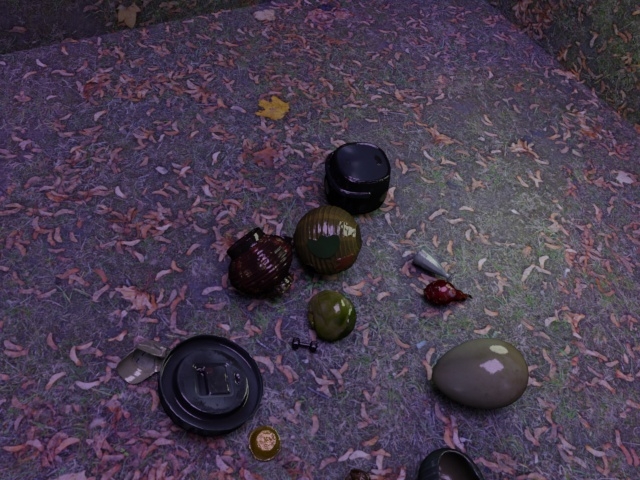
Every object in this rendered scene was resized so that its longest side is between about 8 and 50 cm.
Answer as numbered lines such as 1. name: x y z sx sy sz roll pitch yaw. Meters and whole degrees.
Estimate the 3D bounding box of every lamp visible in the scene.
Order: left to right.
1. lamp: -0.197 0.083 1.842 0.247 0.246 0.246 5 54 -7
2. lamp: 0.000 0.000 1.926 0.285 0.250 0.250 -3 52 14

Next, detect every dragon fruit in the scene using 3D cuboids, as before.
1. dragon fruit: 0.463 0.186 1.964 0.191 0.094 0.094 5 54 -14

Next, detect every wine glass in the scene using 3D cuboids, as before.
1. wine glass: 0.419 0.097 2.034 0.155 0.073 0.073 39 57 13

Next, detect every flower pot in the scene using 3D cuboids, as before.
1. flower pot: 0.369 0.705 1.531 0.190 0.157 0.242 -4 56 -11

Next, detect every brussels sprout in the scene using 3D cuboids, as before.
1. brussels sprout: 0.044 0.240 1.823 0.131 0.145 0.183 10 54 -37

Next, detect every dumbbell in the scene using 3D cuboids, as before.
1. dumbbell: -0.051 0.340 1.791 0.084 0.040 0.035 11 85 -2

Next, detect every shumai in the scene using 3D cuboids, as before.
1. shumai: 0.090 0.698 1.508 0.116 0.145 0.145 -7 56 -3

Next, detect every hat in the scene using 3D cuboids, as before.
1. hat: -0.530 0.369 1.674 0.166 0.081 0.122 -39 108 -15

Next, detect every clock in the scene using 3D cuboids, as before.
1. clock: -0.323 0.421 1.613 0.313 0.061 0.312 18 42 -17

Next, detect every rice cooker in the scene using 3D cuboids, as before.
1. rice cooker: 0.136 -0.233 2.122 0.268 0.224 0.267 5 55 -8

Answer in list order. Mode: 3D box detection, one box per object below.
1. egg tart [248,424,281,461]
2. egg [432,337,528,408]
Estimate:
1. egg tart: -0.160 0.585 1.595 0.105 0.039 0.105 6 54 -8
2. egg: 0.499 0.418 1.724 0.296 0.218 0.218 -4 55 -1
